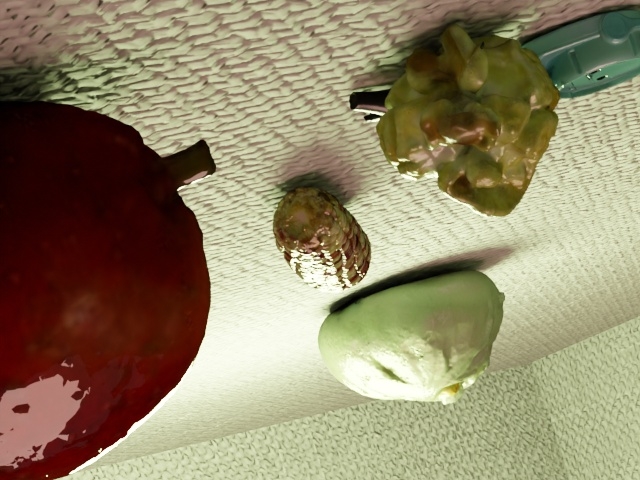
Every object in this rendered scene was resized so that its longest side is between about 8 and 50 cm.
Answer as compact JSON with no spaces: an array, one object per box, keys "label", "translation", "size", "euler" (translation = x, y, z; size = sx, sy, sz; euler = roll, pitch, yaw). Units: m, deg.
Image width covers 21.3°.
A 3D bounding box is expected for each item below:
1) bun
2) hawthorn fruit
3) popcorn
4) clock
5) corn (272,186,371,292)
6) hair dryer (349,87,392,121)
[{"label":"bun","translation":[0.139,0.155,2.446],"size":[0.283,0.179,0.283],"euler":[-15,172,-2]},{"label":"hawthorn fruit","translation":[-0.199,0.028,1.138],"size":[0.307,0.265,0.265],"euler":[-27,168,9]},{"label":"popcorn","translation":[0.117,-0.101,1.320],"size":[0.141,0.162,0.135],"euler":[3,-135,47]},{"label":"clock","translation":[0.234,-0.155,1.402],"size":[0.147,0.045,0.108],"euler":[-20,170,13]},{"label":"corn","translation":[0.000,0.000,1.707],"size":[0.086,0.086,0.253],"euler":[-18,169,5]},{"label":"hair dryer","translation":[0.047,-0.108,1.411],"size":[0.079,0.031,0.083],"euler":[1,170,-28]}]
